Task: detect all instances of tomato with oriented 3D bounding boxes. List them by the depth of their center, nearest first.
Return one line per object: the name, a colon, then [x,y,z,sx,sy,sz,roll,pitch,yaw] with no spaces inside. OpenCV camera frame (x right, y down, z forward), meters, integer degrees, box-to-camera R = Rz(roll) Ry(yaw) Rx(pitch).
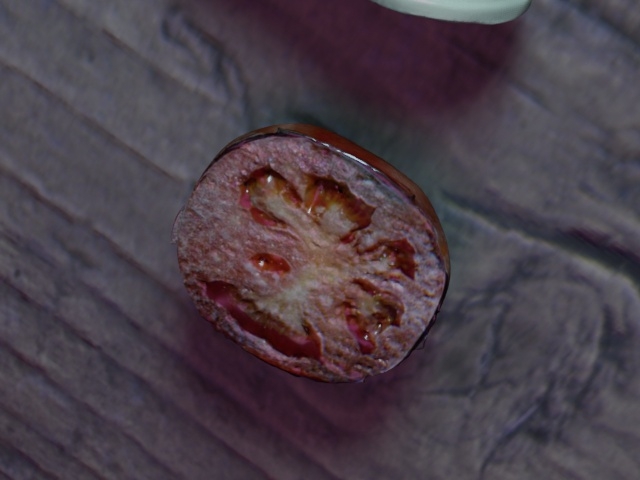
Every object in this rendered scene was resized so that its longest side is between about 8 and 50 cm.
tomato: [0.001,0.001,1.116,0.225,0.085,0.225,11,122,17]

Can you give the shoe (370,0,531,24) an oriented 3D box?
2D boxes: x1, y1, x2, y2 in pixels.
shoe: [0.025,-0.235,0.938,0.265,0.095,0.110,24,129,11]
